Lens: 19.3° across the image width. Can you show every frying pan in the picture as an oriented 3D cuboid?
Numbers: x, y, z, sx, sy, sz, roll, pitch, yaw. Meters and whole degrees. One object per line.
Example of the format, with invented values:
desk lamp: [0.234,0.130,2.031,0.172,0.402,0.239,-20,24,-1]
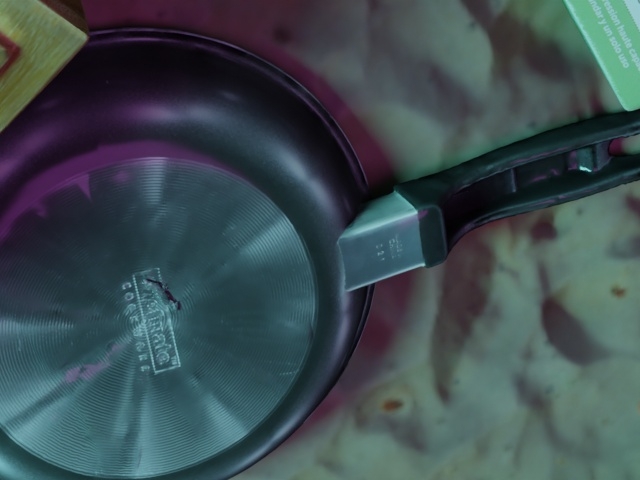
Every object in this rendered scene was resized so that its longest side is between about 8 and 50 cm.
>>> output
frying pan: [-0.009,0.027,0.713,0.326,0.053,0.197,7,111,-19]

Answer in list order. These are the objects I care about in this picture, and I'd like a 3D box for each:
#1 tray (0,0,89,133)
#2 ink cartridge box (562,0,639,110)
tray: [-0.279,0.018,0.531,0.411,0.076,0.203,-45,125,14]
ink cartridge box: [0.172,-0.172,0.652,0.235,0.056,0.171,-27,120,11]
